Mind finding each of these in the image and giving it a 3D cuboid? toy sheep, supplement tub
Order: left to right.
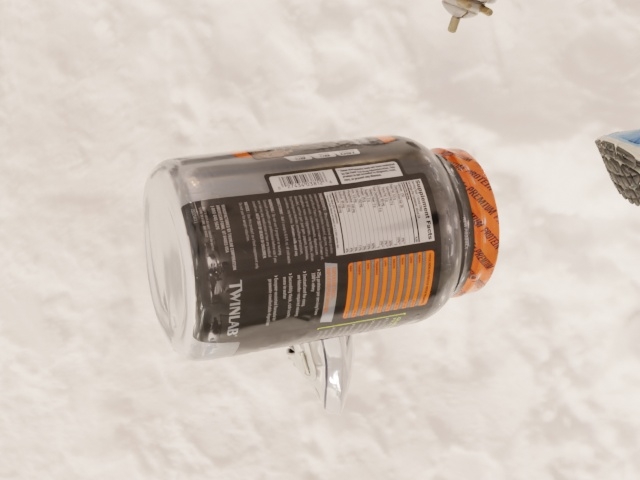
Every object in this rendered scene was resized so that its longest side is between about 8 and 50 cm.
[{"bbox_3d":[0.000,0.000,1.092,0.338,0.207,0.207,-8,86,-22],"label":"supplement tub"},{"bbox_3d":[0.184,-0.318,1.289,0.091,0.091,0.132,18,107,-21],"label":"toy sheep"}]

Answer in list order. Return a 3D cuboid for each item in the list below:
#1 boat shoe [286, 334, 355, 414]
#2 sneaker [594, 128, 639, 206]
[{"bbox_3d":[-0.006,0.141,1.428,0.088,0.267,0.096,7,52,13],"label":"boat shoe"},{"bbox_3d":[0.290,-0.069,0.860,0.073,0.162,0.063,-32,107,-13],"label":"sneaker"}]
